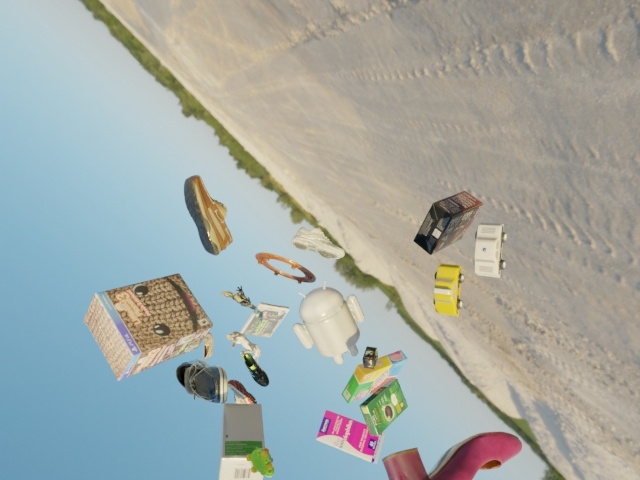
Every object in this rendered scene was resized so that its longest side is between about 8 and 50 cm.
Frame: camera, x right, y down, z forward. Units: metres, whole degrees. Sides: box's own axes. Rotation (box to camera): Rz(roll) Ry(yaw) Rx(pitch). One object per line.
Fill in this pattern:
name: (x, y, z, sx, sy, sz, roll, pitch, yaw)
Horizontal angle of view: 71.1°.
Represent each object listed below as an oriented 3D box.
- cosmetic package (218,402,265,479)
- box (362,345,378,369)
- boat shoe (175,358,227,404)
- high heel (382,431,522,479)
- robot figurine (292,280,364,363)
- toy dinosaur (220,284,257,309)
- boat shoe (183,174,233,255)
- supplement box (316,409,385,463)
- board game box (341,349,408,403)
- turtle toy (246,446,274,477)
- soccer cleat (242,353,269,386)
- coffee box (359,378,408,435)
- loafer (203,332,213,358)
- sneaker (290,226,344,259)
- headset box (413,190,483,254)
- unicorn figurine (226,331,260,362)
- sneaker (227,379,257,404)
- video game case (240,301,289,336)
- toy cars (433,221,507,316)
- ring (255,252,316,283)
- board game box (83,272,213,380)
cosmetic package: (-0.363, 0.925, 2.061, 0.197, 0.155, 0.365, 5, -163, -14)
box: (0.232, 0.545, 2.083, 0.083, 0.052, 0.062, -58, -36, -51)
boat shoe: (-0.594, 0.704, 2.239, 0.156, 0.187, 0.500, 2, 178, -34)
high heel: (0.317, 0.534, 0.971, 0.127, 0.377, 0.181, 111, 150, -45)
robot figurine: (0.036, 0.344, 1.893, 0.353, 0.300, 0.200, 65, 172, -15)
toy dinosaur: (-0.364, 0.289, 2.145, 0.268, 0.064, 0.118, 31, 147, 18)
boat shoe: (-0.427, -0.103, 1.732, 0.122, 0.120, 0.324, 19, 131, 44)
supplement box: (0.111, 0.708, 1.619, 0.220, 0.111, 0.114, 13, 157, 20)
board game box: (0.284, 0.707, 2.338, 0.316, 0.242, 0.064, -7, -138, -37)
turtle toy: (-0.218, 0.848, 1.714, 0.130, 0.095, 0.066, 68, -157, -1)
soccer cleat: (-0.292, 0.578, 1.998, 0.179, 0.060, 0.072, 53, 170, 7)
coffee box: (0.217, 0.564, 1.526, 0.040, 0.184, 0.113, -18, 95, 47)
loafer: (-0.534, 0.500, 2.125, 0.045, 0.125, 0.039, 8, -167, 25)
sneaker: (0.000, 0.000, 1.883, 0.232, 0.115, 0.090, 20, 154, 4)
headset box: (0.571, -0.084, 1.976, 0.293, 0.218, 0.110, -21, -127, -40)
unicorn figurine: (-0.288, 0.414, 1.749, 0.162, 0.060, 0.111, 56, -164, 4)
sneaker: (-0.446, 0.864, 2.476, 0.225, 0.093, 0.088, 55, -178, -16)
video game case: (-0.259, 0.375, 2.099, 0.173, 0.190, 0.022, 18, -154, -41)
toy cars: (0.508, 0.106, 1.563, 0.087, 0.393, 0.176, 0, -136, -52)
ring: (-0.182, 0.150, 2.292, 0.336, 0.032, 0.336, 20, 162, 7)
board game box: (-0.535, 0.258, 1.409, 0.232, 0.141, 0.291, 50, -147, 18)
